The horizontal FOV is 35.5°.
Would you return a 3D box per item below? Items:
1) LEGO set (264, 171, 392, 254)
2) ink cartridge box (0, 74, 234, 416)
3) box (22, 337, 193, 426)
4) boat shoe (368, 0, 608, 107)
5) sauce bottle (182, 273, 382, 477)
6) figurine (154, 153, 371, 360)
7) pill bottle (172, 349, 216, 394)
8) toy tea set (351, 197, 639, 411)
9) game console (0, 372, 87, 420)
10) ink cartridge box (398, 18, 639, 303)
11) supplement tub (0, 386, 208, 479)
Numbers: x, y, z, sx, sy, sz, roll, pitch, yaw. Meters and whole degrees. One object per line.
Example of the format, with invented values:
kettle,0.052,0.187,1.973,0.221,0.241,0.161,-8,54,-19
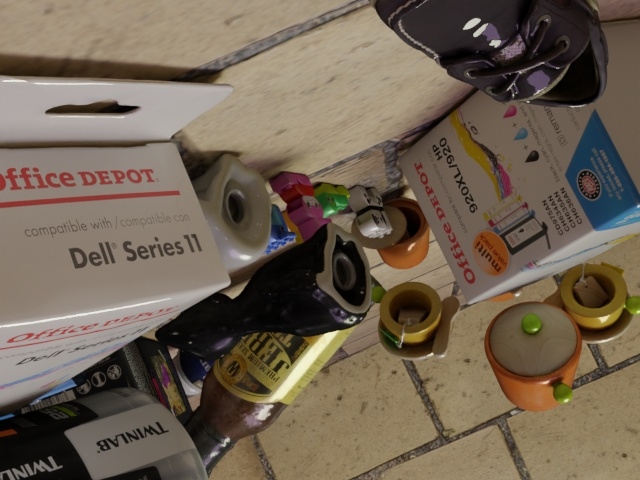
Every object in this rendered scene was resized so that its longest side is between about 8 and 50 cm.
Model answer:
LEGO set,0.000,0.000,1.010,0.087,0.093,0.227,-28,168,23
ink cartridge box,-0.211,0.030,0.660,0.353,0.119,0.207,-31,167,36
box,-0.283,0.223,1.330,0.165,0.143,0.270,-24,168,0
boat shoe,0.127,-0.136,0.647,0.103,0.092,0.285,-29,167,27
sauce bottle,-0.067,0.158,1.237,0.344,0.111,0.111,-51,166,2
figurine,-0.101,0.035,0.866,0.209,0.092,0.215,-25,140,32
pill bottle,-0.152,0.169,1.469,0.094,0.094,0.169,-13,164,-43
toy tea set,0.165,0.046,1.079,0.200,0.336,0.124,-55,149,-26
game console,-0.287,0.186,1.005,0.124,0.085,0.144,-20,170,-13
ink cartridge box,0.226,-0.071,0.941,0.168,0.171,0.233,-15,165,-36
supplement tub,-0.259,0.243,0.792,0.316,0.193,0.193,-11,163,-42
